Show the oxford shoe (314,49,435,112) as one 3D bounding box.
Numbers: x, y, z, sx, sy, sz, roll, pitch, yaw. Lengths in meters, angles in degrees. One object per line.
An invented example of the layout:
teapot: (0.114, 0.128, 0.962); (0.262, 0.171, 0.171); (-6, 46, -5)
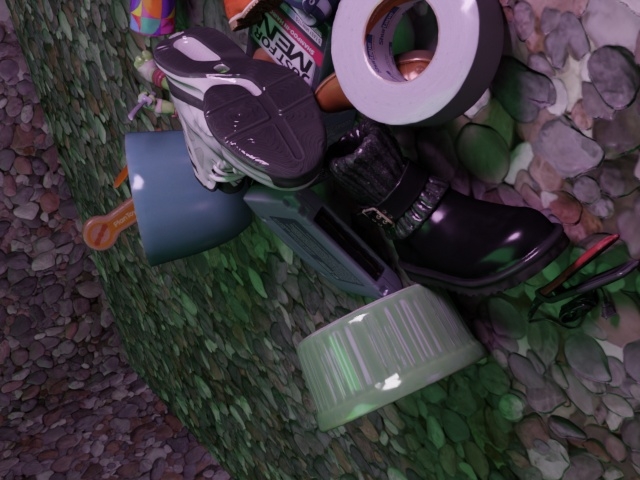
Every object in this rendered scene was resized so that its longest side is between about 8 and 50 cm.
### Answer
oxford shoe: (0.074, -0.213, 1.079); (0.212, 0.076, 0.076); (-8, 152, 38)

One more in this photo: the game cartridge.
game cartridge: (0.000, 0.000, 1.373); (0.297, 0.062, 0.198); (44, 166, -29)

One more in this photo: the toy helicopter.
toy helicopter: (-0.424, -0.111, 1.784); (0.140, 0.355, 0.235); (22, 145, 56)

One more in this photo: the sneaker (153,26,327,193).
sneaker: (-0.115, -0.161, 1.240); (0.447, 0.169, 0.258); (47, 158, 41)

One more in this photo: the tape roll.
tape roll: (0.121, -0.258, 0.959); (0.219, 0.072, 0.219); (6, 100, 37)

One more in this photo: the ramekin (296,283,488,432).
ramekin: (0.107, 0.186, 1.232); (0.148, 0.303, 0.303); (65, 153, 12)

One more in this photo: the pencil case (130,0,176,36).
pencil case: (-0.339, -0.537, 1.506); (0.104, 0.104, 0.236); (33, 126, 43)

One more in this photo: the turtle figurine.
turtle figurine: (-0.288, -0.354, 1.529); (0.266, 0.274, 0.198); (45, 113, 37)

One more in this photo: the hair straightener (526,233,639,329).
hair straightener: (0.346, 0.077, 0.992); (0.089, 0.047, 0.230); (55, 151, 14)

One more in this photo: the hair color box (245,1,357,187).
hair color box: (-0.031, -0.272, 1.250); (0.185, 0.113, 0.374); (49, 150, 23)

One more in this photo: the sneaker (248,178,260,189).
sneaker: (-0.112, -0.115, 1.542); (0.232, 0.090, 0.081); (-20, 96, 61)

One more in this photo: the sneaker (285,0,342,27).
sneaker: (0.000, -0.397, 0.944); (0.099, 0.153, 0.282); (45, 166, 30)

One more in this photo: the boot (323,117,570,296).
boot: (0.154, -0.059, 1.044); (0.260, 0.131, 0.348); (55, 155, -17)

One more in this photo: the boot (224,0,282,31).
boot: (-0.108, -0.375, 1.113); (0.158, 0.059, 0.085); (-2, 107, 60)

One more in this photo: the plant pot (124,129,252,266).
plant pot: (-0.277, -0.108, 1.615); (0.293, 0.235, 0.293); (169, 90, -81)
